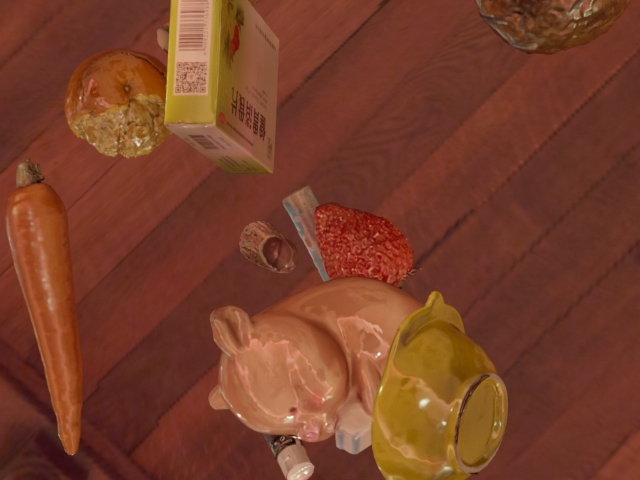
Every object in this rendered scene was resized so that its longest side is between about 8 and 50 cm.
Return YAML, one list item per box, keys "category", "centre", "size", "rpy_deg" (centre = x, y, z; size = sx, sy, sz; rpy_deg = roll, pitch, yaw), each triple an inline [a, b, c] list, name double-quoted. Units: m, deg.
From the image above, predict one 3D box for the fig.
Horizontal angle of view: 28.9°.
- category: "fig"
  centre: [0.377, -0.432, 1.908]
  size: [0.286, 0.369, 0.286]
  rpy_deg: [-1, 97, -5]

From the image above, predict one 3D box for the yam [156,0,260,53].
- category: "yam"
  centre: [-0.099, -0.322, 1.608]
  size: [0.264, 0.046, 0.046]
  rpy_deg: [-37, 99, -21]

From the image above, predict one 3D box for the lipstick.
- category: "lipstick"
  centre: [0.000, 0.000, 1.781]
  size: [0.048, 0.048, 0.158]
  rpy_deg: [-28, 96, -1]

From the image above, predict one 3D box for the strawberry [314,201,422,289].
- category: "strawberry"
  centre: [0.059, 0.010, 1.689]
  size: [0.131, 0.131, 0.148]
  rpy_deg: [-19, 87, -3]

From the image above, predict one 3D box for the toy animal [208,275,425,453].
- category: "toy animal"
  centre: [0.011, 0.158, 1.501]
  size: [0.256, 0.195, 0.213]
  rpy_deg: [-24, 58, -27]

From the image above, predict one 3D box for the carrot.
- category: "carrot"
  centre: [-0.298, 0.074, 1.387]
  size: [0.069, 0.069, 0.336]
  rpy_deg: [-11, 91, -4]

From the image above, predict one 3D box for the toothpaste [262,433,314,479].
- category: "toothpaste"
  centre: [-0.064, 0.273, 1.857]
  size: [0.071, 0.193, 0.045]
  rpy_deg: [-42, 136, 10]

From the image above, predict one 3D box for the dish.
- category: "dish"
  centre: [0.122, 0.155, 1.150]
  size: [0.148, 0.080, 0.208]
  rpy_deg: [-8, 106, -49]

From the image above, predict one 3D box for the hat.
- category: "hat"
  centre: [-0.067, 0.008, 1.690]
  size: [0.087, 0.042, 0.058]
  rpy_deg: [34, 100, -1]

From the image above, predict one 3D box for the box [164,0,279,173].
- category: "box"
  centre: [-0.108, -0.187, 1.437]
  size: [0.062, 0.260, 0.175]
  rpy_deg: [0, 82, 11]

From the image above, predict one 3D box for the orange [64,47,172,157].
- category: "orange"
  centre: [-0.262, -0.180, 1.658]
  size: [0.156, 0.134, 0.157]
  rpy_deg: [2, 80, -9]
